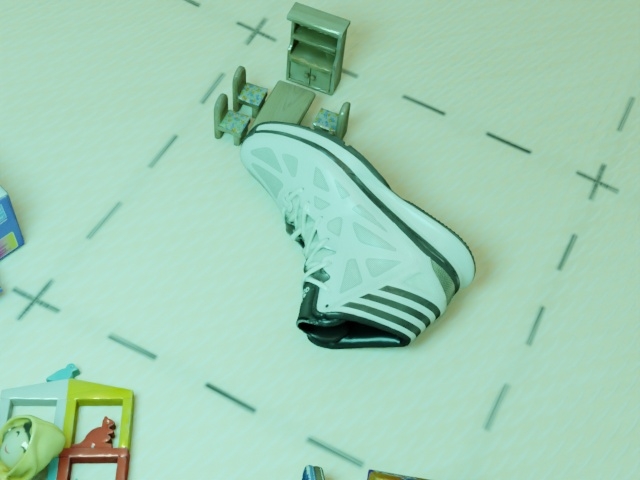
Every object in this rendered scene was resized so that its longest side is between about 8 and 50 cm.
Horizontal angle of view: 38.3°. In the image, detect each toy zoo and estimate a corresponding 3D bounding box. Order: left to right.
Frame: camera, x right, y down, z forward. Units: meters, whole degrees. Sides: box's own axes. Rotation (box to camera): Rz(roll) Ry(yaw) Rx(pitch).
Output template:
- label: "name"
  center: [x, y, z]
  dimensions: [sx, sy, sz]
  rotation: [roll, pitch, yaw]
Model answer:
- label: "toy zoo"
  center: [-0.367, 0.308, 1.302]
  dimensions: [0.192, 0.030, 0.293]
  rotation: [1, 56, -3]

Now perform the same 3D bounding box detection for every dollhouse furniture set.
- label: "dollhouse furniture set"
  center: [-0.047, -0.275, 1.639]
  dimensions: [0.212, 0.161, 0.242]
  rotation: [21, 57, 9]

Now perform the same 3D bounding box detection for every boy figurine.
- label: "boy figurine"
  center: [-0.475, 0.323, 1.215]
  dimensions: [0.285, 0.092, 0.177]
  rotation: [-23, 49, -3]

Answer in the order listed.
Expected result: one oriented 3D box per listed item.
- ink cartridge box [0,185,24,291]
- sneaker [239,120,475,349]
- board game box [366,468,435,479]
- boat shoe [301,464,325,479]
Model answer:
- label: "ink cartridge box"
  center: [-0.660, -0.041, 1.439]
  dimensions: [0.270, 0.151, 0.395]
  rotation: [-38, 65, -25]
- label: "sneaker"
  center: [0.001, 0.000, 1.455]
  dimensions: [0.447, 0.169, 0.257]
  rotation: [35, 59, 15]
- label: "board game box"
  center: [0.207, 0.463, 0.987]
  dimensions: [0.357, 0.356, 0.356]
  rotation: [9, 80, 2]
- label: "boat shoe"
  center: [0.020, 0.395, 1.263]
  dimensions: [0.066, 0.066, 0.183]
  rotation: [-8, 67, -16]
